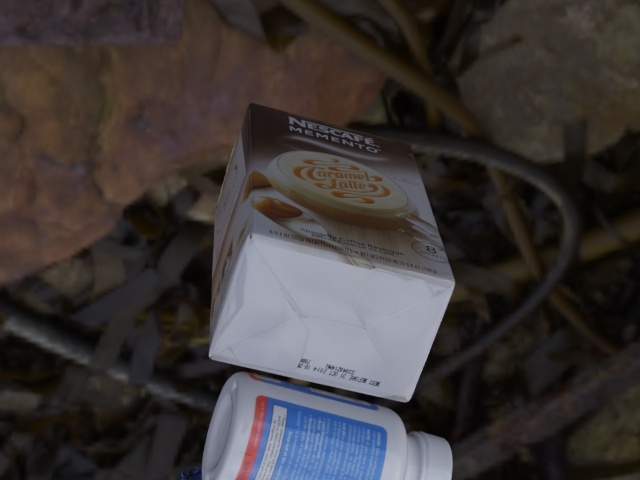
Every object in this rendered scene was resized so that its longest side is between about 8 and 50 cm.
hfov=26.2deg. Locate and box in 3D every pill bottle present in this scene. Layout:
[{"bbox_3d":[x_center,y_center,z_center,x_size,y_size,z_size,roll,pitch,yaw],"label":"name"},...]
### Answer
[{"bbox_3d":[0.008,0.209,1.312,0.221,0.124,0.124,16,134,-14],"label":"pill bottle"}]

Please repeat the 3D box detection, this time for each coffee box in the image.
[{"bbox_3d":[0.000,0.000,0.983,0.141,0.246,0.098,14,113,-10],"label":"coffee box"}]

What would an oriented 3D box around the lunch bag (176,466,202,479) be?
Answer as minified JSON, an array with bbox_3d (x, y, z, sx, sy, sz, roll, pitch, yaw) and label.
[{"bbox_3d":[-0.116,0.275,1.391,0.065,0.067,0.098,-11,106,47],"label":"lunch bag"}]
